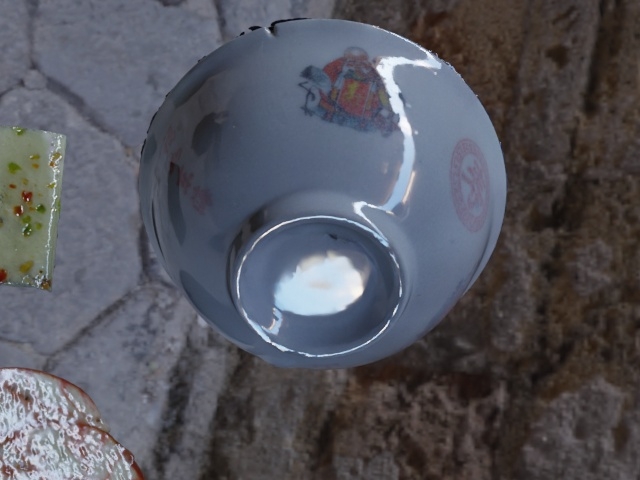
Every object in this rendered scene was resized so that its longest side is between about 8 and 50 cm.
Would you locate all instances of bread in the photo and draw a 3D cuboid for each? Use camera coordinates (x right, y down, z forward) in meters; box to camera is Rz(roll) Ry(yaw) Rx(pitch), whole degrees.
[{"bbox_3d":[-0.344,0.312,1.095,0.295,0.114,0.328,-16,68,-51],"label":"bread"},{"bbox_3d":[-0.268,-0.030,0.863,0.068,0.028,0.154,6,71,-15],"label":"bread"}]

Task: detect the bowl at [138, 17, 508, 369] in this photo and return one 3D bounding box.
[{"bbox_3d":[0.000,0.000,0.824,0.157,0.345,0.346,-87,152,-60],"label":"bowl"}]
